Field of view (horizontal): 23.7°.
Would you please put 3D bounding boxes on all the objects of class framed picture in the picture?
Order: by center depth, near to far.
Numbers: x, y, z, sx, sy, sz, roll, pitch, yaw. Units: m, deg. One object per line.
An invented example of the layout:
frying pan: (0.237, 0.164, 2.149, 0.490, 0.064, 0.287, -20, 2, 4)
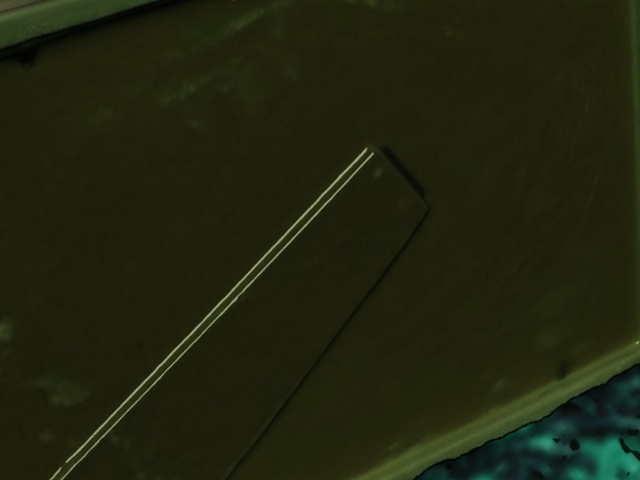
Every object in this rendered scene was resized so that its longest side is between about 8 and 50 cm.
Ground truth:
framed picture: (0.000, 0.000, 0.446, 0.265, 0.018, 0.192, -21, 120, -26)

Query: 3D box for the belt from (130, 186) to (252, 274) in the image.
belt: (-0.148, -0.057, 0.486, 0.324, 0.115, 0.227, -5, 76, -9)
